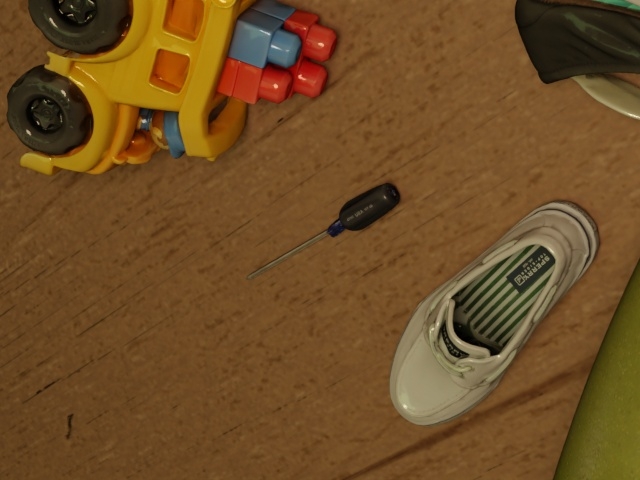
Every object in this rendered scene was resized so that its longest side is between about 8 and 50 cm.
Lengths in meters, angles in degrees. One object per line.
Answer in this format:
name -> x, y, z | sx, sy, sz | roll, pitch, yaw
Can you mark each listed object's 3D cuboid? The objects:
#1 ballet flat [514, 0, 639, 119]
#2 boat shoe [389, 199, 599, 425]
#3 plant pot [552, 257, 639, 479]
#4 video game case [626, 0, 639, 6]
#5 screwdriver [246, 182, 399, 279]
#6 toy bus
ballet flat -> 0.250, -0.114, 0.934 | 0.280, 0.095, 0.096 | 17, 125, 37
boat shoe -> 0.107, 0.059, 1.081 | 0.083, 0.076, 0.226 | 41, 123, 13
plant pot -> 0.270, 0.119, 0.918 | 0.274, 0.275, 0.294 | 8, 94, 29
video game case -> 0.236, -0.220, 0.819 | 0.206, 0.026, 0.227 | 32, 125, 33
screwdriver -> 0.000, 0.000, 1.164 | 0.025, 0.024, 0.170 | 37, 134, -19
toy bus -> -0.103, -0.133, 1.117 | 0.211, 0.149, 0.220 | 23, 121, 5
